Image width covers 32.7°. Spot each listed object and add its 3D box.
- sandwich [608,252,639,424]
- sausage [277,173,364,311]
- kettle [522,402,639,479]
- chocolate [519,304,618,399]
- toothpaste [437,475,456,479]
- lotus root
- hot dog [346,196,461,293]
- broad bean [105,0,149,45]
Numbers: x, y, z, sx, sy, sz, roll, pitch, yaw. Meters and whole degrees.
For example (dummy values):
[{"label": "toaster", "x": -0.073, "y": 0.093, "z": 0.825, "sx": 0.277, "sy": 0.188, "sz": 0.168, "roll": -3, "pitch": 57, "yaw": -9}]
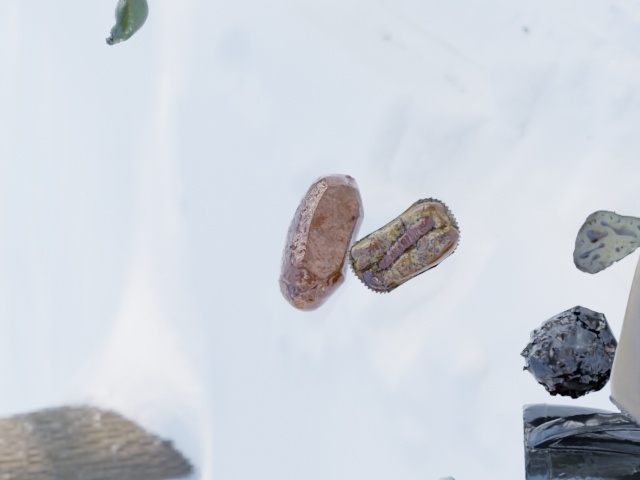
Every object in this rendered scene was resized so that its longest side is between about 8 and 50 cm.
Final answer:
[{"label": "sandwich", "x": 0.394, "y": 0.097, "z": 1.012, "sx": 0.227, "sy": 0.155, "sz": 0.198, "roll": -134, "pitch": 55, "yaw": -74}, {"label": "sausage", "x": -0.001, "y": 0.001, "z": 1.906, "sx": 0.133, "sy": 0.133, "sz": 0.258, "roll": -29, "pitch": 41, "yaw": 62}, {"label": "kettle", "x": 0.470, "y": 0.351, "z": 1.791, "sx": 0.207, "sy": 0.271, "sz": 0.250, "roll": -67, "pitch": -26, "yaw": -67}, {"label": "chocolate", "x": 0.382, "y": 0.187, "z": 1.728, "sx": 0.156, "sy": 0.133, "sz": 0.156, "roll": 1, "pitch": 92, "yaw": 32}, {"label": "toothpaste", "x": 0.154, "y": 0.395, "z": 1.590, "sx": 0.043, "sy": 0.194, "sz": 0.067, "roll": 2, "pitch": 99, "yaw": 26}, {"label": "lotus root", "x": 0.505, "y": -0.012, "z": 1.888, "sx": 0.159, "sy": 0.135, "sz": 0.095, "roll": -30, "pitch": 84, "yaw": 16}, {"label": "hot dog", "x": 0.139, "y": 0.011, "z": 1.782, "sx": 0.108, "sy": 0.191, "sz": 0.059, "roll": 57, "pitch": -178, "yaw": 5}, {"label": "broad bean", "x": -0.253, "y": -0.377, "z": 1.463, "sx": 0.052, "sy": 0.053, "sz": 0.256, "roll": 85, "pitch": -173, "yaw": -76}]
